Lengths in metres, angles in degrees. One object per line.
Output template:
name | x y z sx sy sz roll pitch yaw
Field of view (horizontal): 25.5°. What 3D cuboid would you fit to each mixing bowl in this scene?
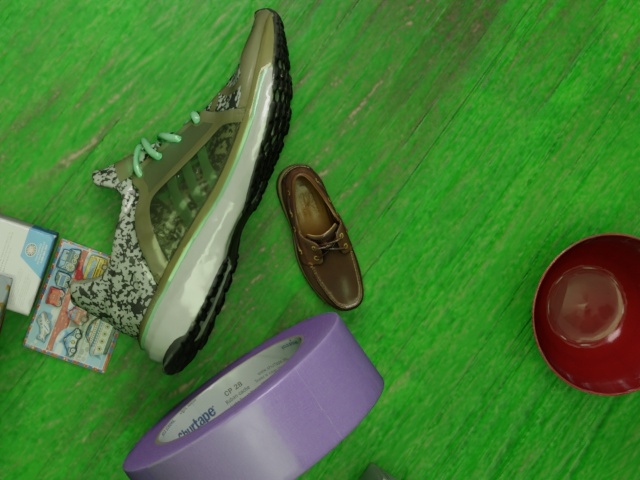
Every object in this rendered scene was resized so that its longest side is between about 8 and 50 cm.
mixing bowl | 0.315 0.080 1.608 0.182 0.098 0.181 0 93 -8

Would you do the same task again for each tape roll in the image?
tape roll | -0.070 0.189 1.478 0.275 0.275 0.090 -34 97 -4

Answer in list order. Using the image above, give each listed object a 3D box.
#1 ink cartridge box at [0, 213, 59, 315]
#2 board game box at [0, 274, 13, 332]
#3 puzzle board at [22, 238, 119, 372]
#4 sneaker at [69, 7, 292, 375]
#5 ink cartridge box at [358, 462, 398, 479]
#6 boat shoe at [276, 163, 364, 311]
ink cartridge box | -0.365 0.013 1.523 0.143 0.090 0.092 19 91 -8
board game box | -0.423 0.170 1.453 0.144 0.142 0.275 14 114 -7
puzzle board | -0.265 0.074 1.580 0.096 0.011 0.128 20 91 -8
sneaker | -0.155 -0.071 1.526 0.182 0.158 0.410 21 87 4
ink cartridge box | 0.103 0.374 1.606 0.203 0.086 0.148 36 89 -9
boat shoe | 0.000 0.000 1.583 0.064 0.060 0.178 -23 96 -5
